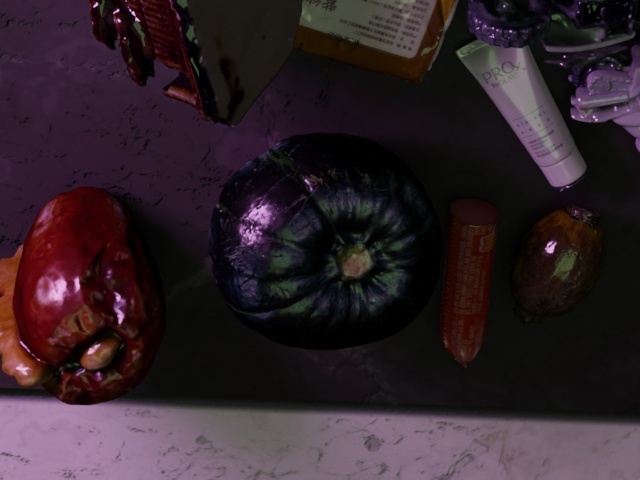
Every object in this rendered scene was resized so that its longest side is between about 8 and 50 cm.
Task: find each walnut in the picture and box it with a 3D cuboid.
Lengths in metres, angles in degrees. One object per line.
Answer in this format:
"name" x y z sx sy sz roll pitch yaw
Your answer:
"walnut" -0.333 0.077 1.840 0.244 0.269 0.221 -21 136 5

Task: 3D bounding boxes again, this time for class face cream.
"face cream" 0.280 -0.177 1.838 0.092 0.058 0.243 -28 114 18

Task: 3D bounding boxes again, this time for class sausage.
"sausage" 0.209 0.071 1.975 0.074 0.074 0.274 0 122 -4

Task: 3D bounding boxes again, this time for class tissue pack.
"tissue pack" 0.052 -0.309 1.714 0.226 0.092 0.183 14 120 -14

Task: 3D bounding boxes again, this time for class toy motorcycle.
"toy motorcycle" 0.320 -0.313 1.700 0.327 0.188 0.143 -13 125 -13
"toy motorcycle" 0.454 -0.177 1.822 0.260 0.110 0.171 5 134 -1

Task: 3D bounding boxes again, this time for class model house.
"model house" -0.160 -0.343 1.617 0.297 0.282 0.317 -40 131 -31

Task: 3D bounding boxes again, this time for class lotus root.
"lotus root" 0.331 0.040 1.943 0.120 0.120 0.209 17 119 -14

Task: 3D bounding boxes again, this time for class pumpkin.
"pumpkin" 0.000 0.000 1.829 0.315 0.238 0.315 -9 116 -18
